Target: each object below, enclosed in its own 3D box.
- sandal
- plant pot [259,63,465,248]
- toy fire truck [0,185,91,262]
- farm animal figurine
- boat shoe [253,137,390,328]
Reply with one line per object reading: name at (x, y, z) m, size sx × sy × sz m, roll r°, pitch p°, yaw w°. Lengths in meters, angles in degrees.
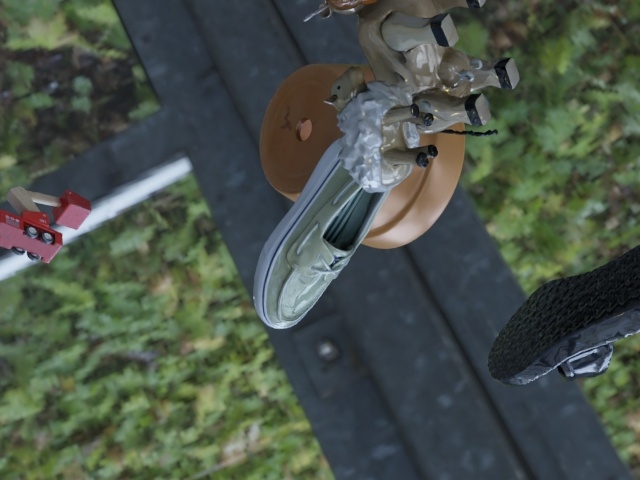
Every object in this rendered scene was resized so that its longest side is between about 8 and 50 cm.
sandal at (0.366, 0.120, 1.700) m, size 0.167 × 0.107 × 0.446 m, roll -59°, pitch -168°, yaw -27°
plant pot at (0.046, -0.145, 1.934) m, size 0.203 × 0.291 × 0.291 m, roll 12°, pitch 133°, yaw -41°
toy fire truck at (-0.427, -0.037, 1.867) m, size 0.192 × 0.135 × 0.047 m, roll 23°, pitch 124°, yaw -32°
farm animal figurine at (0.087, -0.249, 1.301) m, size 0.330 × 0.172 × 0.327 m, roll -33°, pitch 116°, yaw -43°
boat shoe at (0.000, 0.000, 1.756) m, size 0.109 × 0.094 × 0.302 m, roll 13°, pitch 111°, yaw -35°
